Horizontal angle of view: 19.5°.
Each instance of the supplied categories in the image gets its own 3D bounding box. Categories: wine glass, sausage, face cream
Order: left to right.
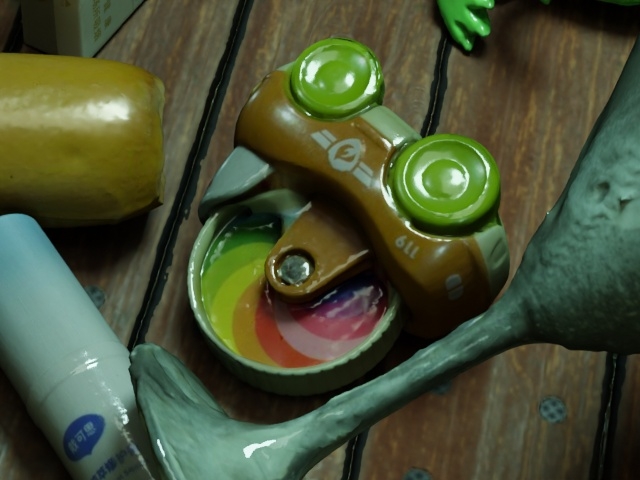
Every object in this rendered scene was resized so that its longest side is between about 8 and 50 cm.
[{"bbox_3d":[-0.286,-0.071,1.306,0.354,0.116,0.134,-1,65,-5],"label":"sausage"},{"bbox_3d":[-0.157,0.095,1.221,0.077,0.077,0.250,-25,61,-25],"label":"face cream"},{"bbox_3d":[0.106,0.054,1.107,0.406,0.267,0.267,-30,60,5],"label":"wine glass"}]

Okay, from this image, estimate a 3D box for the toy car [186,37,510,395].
[{"bbox_3d":[0.000,0.000,1.297,0.235,0.145,0.235,-2,64,5],"label":"toy car"}]

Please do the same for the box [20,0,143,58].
[{"bbox_3d":[-0.156,-0.249,1.438,0.058,0.141,0.201,24,52,15],"label":"box"}]

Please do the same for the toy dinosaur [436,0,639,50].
[{"bbox_3d":[0.229,-0.321,1.562,0.374,0.144,0.500,-18,63,-27],"label":"toy dinosaur"}]
